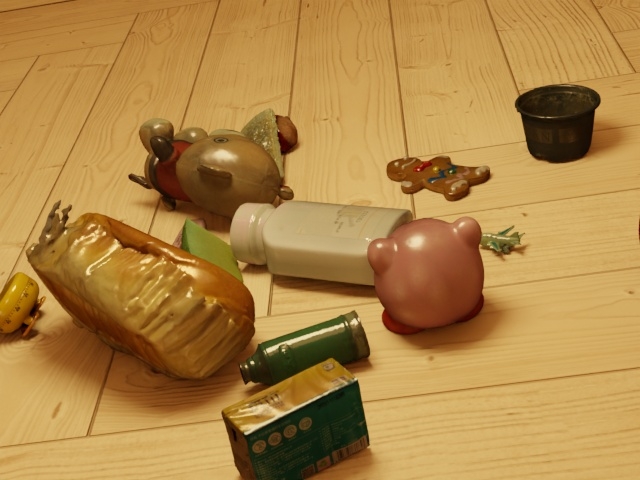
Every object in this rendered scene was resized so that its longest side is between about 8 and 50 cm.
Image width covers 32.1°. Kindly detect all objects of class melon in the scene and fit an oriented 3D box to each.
[{"bbox_3d":[-0.168,0.060,1.871,0.114,0.053,0.262,14,27,-33],"label":"melon"}]

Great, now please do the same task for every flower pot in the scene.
[{"bbox_3d":[0.446,-0.216,2.087,0.157,0.107,0.157,-7,27,3],"label":"flower pot"}]

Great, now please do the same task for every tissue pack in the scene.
[{"bbox_3d":[-0.032,0.241,1.440,0.169,0.120,0.082,-23,33,-19],"label":"tissue pack"}]

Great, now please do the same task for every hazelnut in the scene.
[{"bbox_3d":[-0.088,-0.220,2.312,0.086,0.086,0.086,-8,29,5],"label":"hazelnut"}]

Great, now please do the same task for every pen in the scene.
[{"bbox_3d":[-0.244,0.016,1.993,0.053,0.032,0.197,-5,28,9],"label":"pen"}]

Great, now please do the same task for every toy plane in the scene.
[{"bbox_3d":[0.295,0.001,1.835,0.083,0.033,0.080,-3,31,29],"label":"toy plane"}]

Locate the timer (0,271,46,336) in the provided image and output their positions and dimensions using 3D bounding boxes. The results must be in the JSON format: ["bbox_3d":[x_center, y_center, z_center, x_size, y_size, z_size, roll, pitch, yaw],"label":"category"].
[{"bbox_3d":[-0.526,0.100,1.864,0.107,0.109,0.107,-48,19,23],"label":"timer"}]

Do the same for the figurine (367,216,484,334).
[{"bbox_3d":[0.160,0.048,1.661,0.173,0.173,0.173,-8,29,5],"label":"figurine"}]

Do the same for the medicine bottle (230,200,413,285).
[{"bbox_3d":[0.000,0.000,1.862,0.296,0.111,0.161,6,31,24],"label":"medicine bottle"}]

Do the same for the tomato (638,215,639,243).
[{"bbox_3d":[0.603,-0.041,1.608,0.298,0.226,0.299,-9,33,6],"label":"tomato"}]

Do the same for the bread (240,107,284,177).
[{"bbox_3d":[-0.136,-0.180,2.236,0.112,0.036,0.193,-25,47,19],"label":"bread"}]

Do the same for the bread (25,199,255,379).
[{"bbox_3d":[-0.273,0.075,1.722,0.388,0.236,0.183,28,66,31],"label":"bread"}]

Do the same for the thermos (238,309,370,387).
[{"bbox_3d":[-0.028,0.161,1.623,0.187,0.073,0.083,-17,31,-10],"label":"thermos"}]

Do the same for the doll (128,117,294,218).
[{"bbox_3d":[-0.218,-0.130,2.098,0.330,0.174,0.235,15,-3,45],"label":"doll"}]

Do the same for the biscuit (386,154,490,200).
[{"bbox_3d":[0.207,-0.127,2.092,0.205,0.031,0.138,17,40,42],"label":"biscuit"}]
